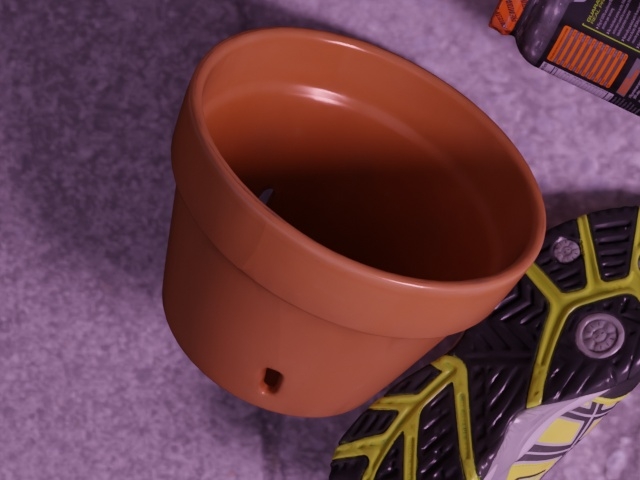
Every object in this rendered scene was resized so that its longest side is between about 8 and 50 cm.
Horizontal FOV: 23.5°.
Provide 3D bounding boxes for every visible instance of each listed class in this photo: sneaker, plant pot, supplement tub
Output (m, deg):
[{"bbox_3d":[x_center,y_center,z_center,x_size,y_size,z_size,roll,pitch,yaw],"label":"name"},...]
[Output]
[{"bbox_3d":[0.176,0.113,1.287,0.385,0.147,0.145,-37,63,4],"label":"sneaker"},{"bbox_3d":[0.000,0.000,1.208,0.291,0.291,0.203,30,126,-1],"label":"plant pot"},{"bbox_3d":[0.234,-0.165,1.184,0.190,0.117,0.117,26,110,1],"label":"supplement tub"}]
